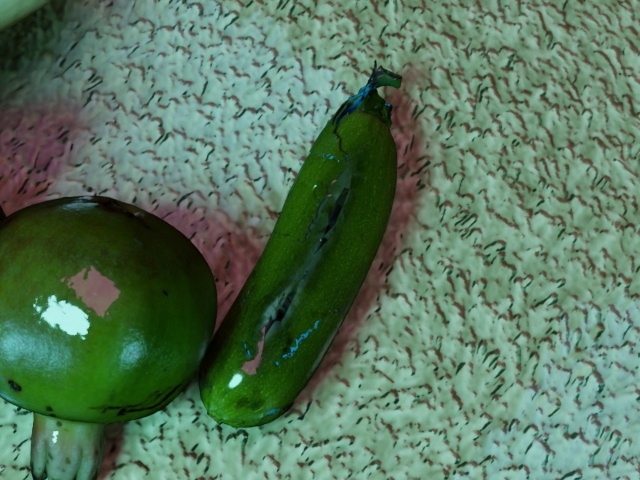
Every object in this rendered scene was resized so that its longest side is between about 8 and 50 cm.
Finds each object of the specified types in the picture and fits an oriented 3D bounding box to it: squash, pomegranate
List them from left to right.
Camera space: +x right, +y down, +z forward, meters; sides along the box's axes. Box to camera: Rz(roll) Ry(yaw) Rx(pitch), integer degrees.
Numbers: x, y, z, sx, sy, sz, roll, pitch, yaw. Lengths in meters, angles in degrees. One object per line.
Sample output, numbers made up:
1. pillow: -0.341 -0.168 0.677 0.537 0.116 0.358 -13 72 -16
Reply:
1. pomegranate: -0.165 0.073 1.026 0.180 0.180 0.210 10 100 -2
2. squash: 0.000 0.001 1.118 0.087 0.087 0.331 22 61 5

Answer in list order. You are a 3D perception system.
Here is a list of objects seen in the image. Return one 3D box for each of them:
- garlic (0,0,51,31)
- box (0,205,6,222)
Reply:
1. garlic: -0.336 -0.234 1.106 0.286 0.249 0.313 36 32 -8
2. box: -0.400 -0.009 0.980 0.328 0.253 0.178 8 70 3
